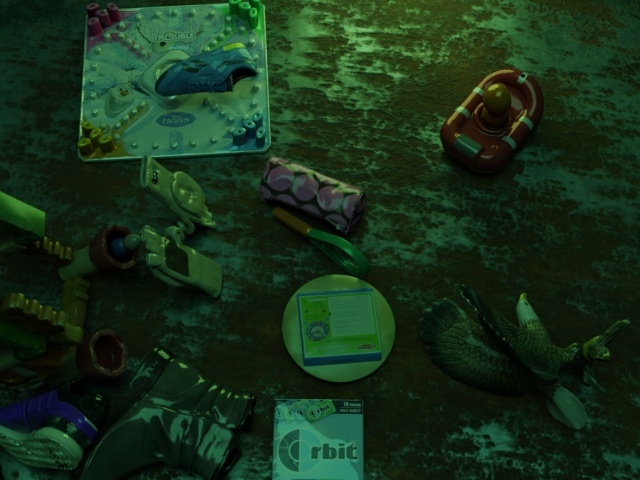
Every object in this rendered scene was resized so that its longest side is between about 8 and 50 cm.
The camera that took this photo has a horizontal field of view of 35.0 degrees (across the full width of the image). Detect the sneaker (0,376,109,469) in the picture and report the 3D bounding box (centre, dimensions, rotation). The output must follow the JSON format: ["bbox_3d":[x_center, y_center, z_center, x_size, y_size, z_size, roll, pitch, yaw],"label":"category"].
[{"bbox_3d":[-0.447,0.296,1.696,0.293,0.102,0.146,-4,41,45],"label":"sneaker"}]

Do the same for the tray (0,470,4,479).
[{"bbox_3d":[-0.613,0.314,1.684,0.076,0.203,0.411,-26,65,-13],"label":"tray"}]

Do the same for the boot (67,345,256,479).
[{"bbox_3d":[-0.265,0.359,1.713,0.222,0.118,0.338,28,70,9],"label":"boot"}]

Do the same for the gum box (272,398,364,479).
[{"bbox_3d":[-0.004,0.366,1.742,0.157,0.041,0.184,1,61,1],"label":"gum box"}]

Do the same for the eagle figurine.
[{"bbox_3d":[0.337,0.182,1.746,0.298,0.226,0.225,6,24,-14],"label":"eagle figurine"}]

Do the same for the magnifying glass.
[{"bbox_3d":[0.000,0.000,1.919,0.231,0.092,0.026,34,71,28],"label":"magnifying glass"}]

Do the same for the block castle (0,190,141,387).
[{"bbox_3d":[-0.513,0.049,1.683,0.213,0.453,0.303,-22,53,33],"label":"block castle"}]

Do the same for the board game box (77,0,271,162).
[{"bbox_3d":[-0.306,-0.348,2.117,0.390,0.050,0.390,-3,62,-1],"label":"board game box"}]

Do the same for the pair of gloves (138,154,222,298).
[{"bbox_3d":[-0.264,-0.019,1.876,0.042,0.204,0.240,-22,62,29],"label":"pair of gloves"}]

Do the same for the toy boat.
[{"bbox_3d":[0.346,-0.255,2.003,0.151,0.151,0.231,35,68,17],"label":"toy boat"}]

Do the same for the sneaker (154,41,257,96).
[{"bbox_3d":[-0.227,-0.327,2.038,0.209,0.069,0.082,-23,68,-11],"label":"sneaker"}]

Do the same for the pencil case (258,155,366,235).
[{"bbox_3d":[-0.018,-0.086,1.955,0.209,0.095,0.098,21,71,14],"label":"pencil case"}]

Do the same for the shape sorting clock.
[{"bbox_3d":[0.033,0.160,1.850,0.206,0.040,0.206,2,62,-3],"label":"shape sorting clock"}]
